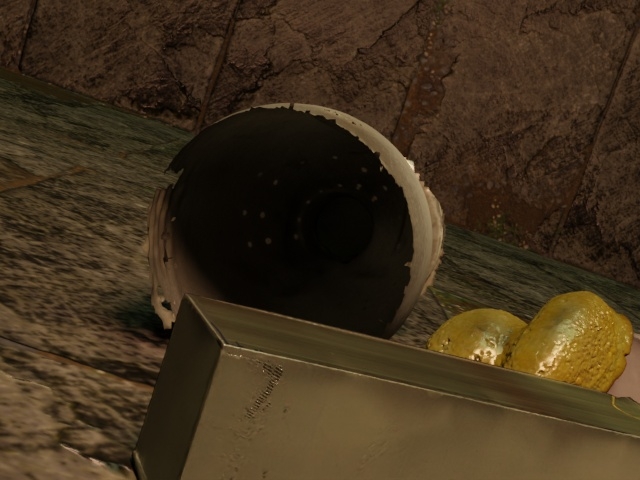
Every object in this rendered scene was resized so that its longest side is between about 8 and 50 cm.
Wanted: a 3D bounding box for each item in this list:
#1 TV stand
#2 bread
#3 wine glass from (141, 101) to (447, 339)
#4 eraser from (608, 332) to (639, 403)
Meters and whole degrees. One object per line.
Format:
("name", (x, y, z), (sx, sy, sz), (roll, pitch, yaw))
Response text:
("TV stand", (0.055, 0.104, 0.461), (0.269, 0.088, 0.083), (16, 7, -22))
("bread", (0.161, 0.077, 0.759), (0.149, 0.065, 0.187), (14, 37, 43))
("wine glass", (0.001, -0.005, 0.737), (0.190, 0.191, 0.357), (21, 9, 9))
("eraser", (0.344, 0.145, 0.866), (0.270, 0.095, 0.174), (10, 18, -43))
